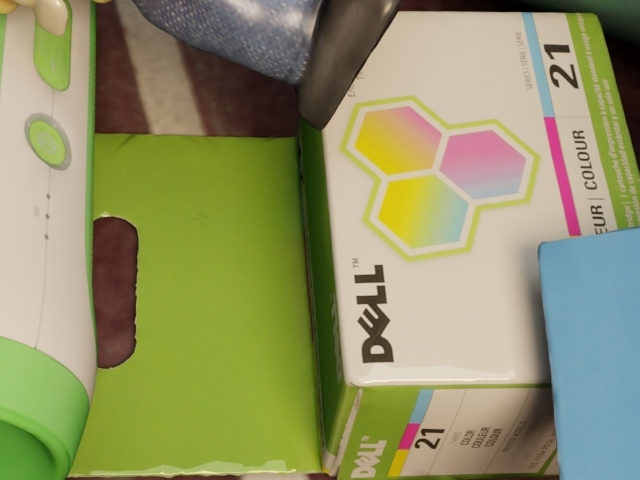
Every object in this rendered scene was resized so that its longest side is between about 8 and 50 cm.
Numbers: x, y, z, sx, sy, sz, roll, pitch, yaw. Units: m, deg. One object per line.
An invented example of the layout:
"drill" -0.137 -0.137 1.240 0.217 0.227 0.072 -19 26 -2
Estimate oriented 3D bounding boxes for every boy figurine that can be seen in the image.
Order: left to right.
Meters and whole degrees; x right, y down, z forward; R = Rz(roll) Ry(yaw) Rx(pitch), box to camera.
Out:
"boy figurine" -0.096 -0.158 0.460 0.285 0.092 0.177 29 53 -4

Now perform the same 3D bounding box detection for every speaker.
"speaker" -0.154 -0.042 0.491 0.131 0.131 0.296 -1 55 -8

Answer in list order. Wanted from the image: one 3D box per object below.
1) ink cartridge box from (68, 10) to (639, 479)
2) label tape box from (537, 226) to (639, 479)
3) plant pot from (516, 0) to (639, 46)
"ink cartridge box" 0.000 0.000 0.505 0.255 0.097 0.188 0 57 -8
"label tape box" 0.218 0.056 0.285 0.334 0.106 0.240 -9 60 17
"plant pot" 0.206 -0.214 0.550 0.235 0.293 0.293 27 58 0
